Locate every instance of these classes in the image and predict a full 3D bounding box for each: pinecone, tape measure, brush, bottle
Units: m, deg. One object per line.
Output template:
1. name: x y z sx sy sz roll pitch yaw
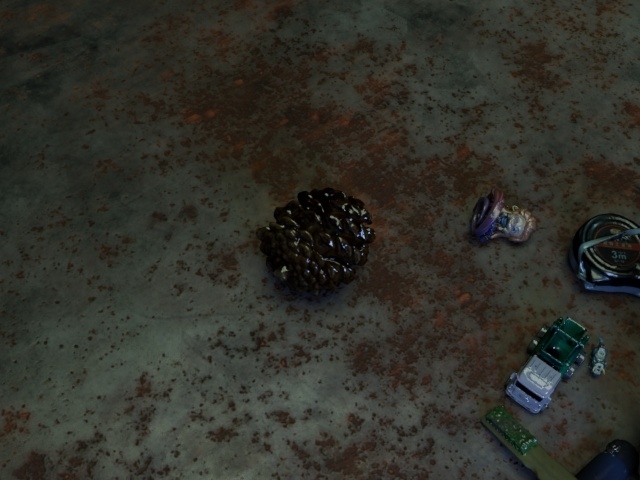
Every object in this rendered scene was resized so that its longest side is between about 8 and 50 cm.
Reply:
1. pinecone: 0.000 0.000 1.895 0.224 0.224 0.272 41 55 20
2. tape measure: 0.658 0.032 1.997 0.182 0.107 0.181 7 59 -1
3. brush: 0.421 0.419 1.709 0.054 0.048 0.282 -31 47 -17
4. bottle: 0.521 0.478 1.709 0.244 0.072 0.082 -32 106 -24

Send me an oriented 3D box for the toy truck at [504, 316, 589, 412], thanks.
1. toy truck: 0.479 0.245 1.833 0.110 0.116 0.216 36 61 17

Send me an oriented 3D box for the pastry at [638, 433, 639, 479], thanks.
1. pastry: 0.793 0.422 1.626 0.389 0.312 0.388 4 57 -6

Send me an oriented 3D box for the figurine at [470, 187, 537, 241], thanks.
1. figurine: 0.420 -0.051 2.040 0.157 0.114 0.126 13 90 -28

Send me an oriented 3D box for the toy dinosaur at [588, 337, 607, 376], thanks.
1. toy dinosaur: 0.594 0.250 1.882 0.031 0.047 0.083 14 58 6
